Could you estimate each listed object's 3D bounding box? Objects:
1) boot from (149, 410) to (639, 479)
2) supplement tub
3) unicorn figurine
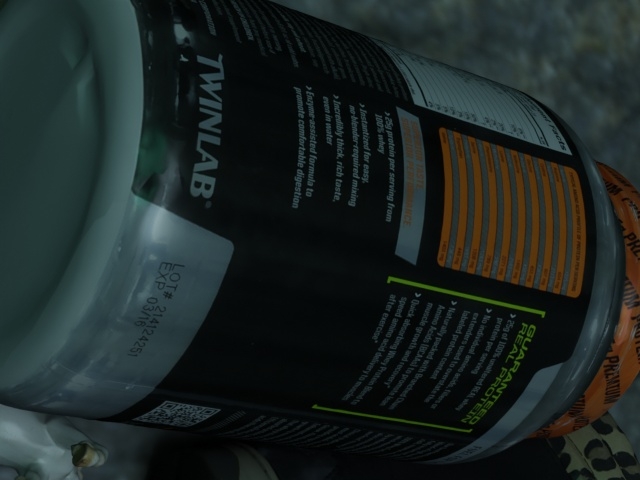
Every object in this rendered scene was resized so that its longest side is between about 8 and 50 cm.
[{"bbox_3d":[0.077,0.264,0.772,0.284,0.138,0.377,-11,81,-37],"label":"boot"},{"bbox_3d":[0.000,0.000,0.666,0.316,0.193,0.193,15,90,-37],"label":"supplement tub"},{"bbox_3d":[-0.141,0.092,0.649,0.060,0.111,0.162,-47,107,-8],"label":"unicorn figurine"}]
